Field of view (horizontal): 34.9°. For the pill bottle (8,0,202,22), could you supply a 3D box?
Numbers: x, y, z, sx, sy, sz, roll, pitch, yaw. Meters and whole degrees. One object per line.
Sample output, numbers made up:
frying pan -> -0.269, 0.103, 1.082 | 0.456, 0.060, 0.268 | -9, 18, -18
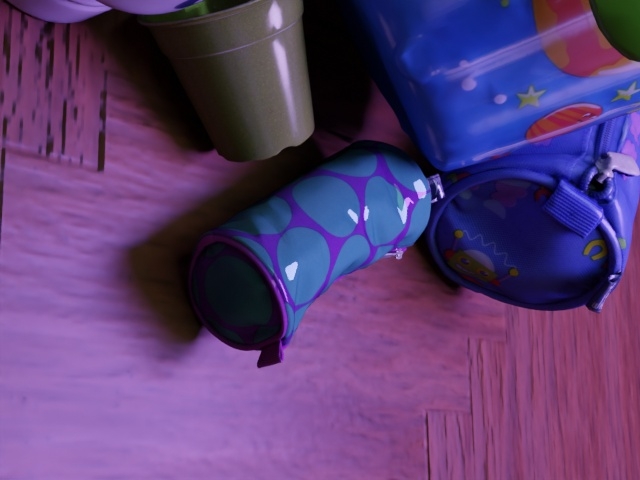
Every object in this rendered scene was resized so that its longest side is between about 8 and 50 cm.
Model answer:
pill bottle -> -0.055, -0.151, 0.396 | 0.112, 0.187, 0.112 | 15, 70, -48

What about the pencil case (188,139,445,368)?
pencil case -> 0.000, 0.000, 0.521 | 0.152, 0.064, 0.070 | -34, 100, -48

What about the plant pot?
plant pot -> -0.037, -0.083, 0.497 | 0.083, 0.083, 0.079 | -45, 129, -45

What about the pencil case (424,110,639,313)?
pencil case -> 0.173, -0.090, 0.697 | 0.119, 0.133, 0.306 | 40, 49, -14

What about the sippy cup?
sippy cup -> 0.123, -0.155, 0.546 | 0.240, 0.224, 0.305 | 65, 3, 16
